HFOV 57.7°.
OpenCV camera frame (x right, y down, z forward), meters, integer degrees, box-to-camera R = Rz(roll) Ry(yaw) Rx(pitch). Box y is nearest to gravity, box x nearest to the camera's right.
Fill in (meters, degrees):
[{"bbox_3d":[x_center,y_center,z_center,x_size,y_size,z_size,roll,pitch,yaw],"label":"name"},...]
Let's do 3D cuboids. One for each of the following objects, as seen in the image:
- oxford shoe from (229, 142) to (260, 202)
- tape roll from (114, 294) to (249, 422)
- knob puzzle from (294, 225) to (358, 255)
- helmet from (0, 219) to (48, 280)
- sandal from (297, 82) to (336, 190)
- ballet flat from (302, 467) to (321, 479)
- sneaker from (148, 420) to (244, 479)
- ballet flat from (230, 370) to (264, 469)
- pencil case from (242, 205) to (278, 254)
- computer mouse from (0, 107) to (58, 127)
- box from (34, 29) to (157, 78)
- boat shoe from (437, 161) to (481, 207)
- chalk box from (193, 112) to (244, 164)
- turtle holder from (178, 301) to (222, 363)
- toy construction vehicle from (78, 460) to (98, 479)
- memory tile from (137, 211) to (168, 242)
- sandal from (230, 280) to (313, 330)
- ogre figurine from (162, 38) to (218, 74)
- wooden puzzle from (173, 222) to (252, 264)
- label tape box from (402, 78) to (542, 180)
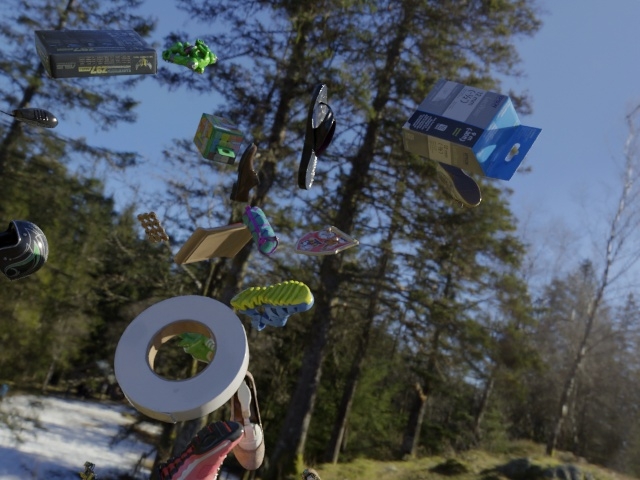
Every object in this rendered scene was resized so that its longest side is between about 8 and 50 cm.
[{"bbox_3d":[-0.263,-0.248,2.145,0.096,0.227,0.083,15,18,-7],"label":"oxford shoe"},{"bbox_3d":[-0.406,0.340,1.719,0.391,0.392,0.072,12,-38,10],"label":"tape roll"},{"bbox_3d":[0.000,0.000,1.935,0.213,0.030,0.213,-5,26,3],"label":"knob puzzle"},{"bbox_3d":[-0.919,0.026,1.775,0.169,0.161,0.169,41,-23,22],"label":"helmet"},{"bbox_3d":[0.000,-0.428,2.440,0.106,0.446,0.167,10,3,13],"label":"sandal"},{"bbox_3d":[0.003,0.891,2.030,0.206,0.073,0.067,45,-8,17],"label":"ballet flat"},{"bbox_3d":[-0.340,0.648,1.680,0.136,0.313,0.116,58,-10,-24],"label":"sneaker"},{"bbox_3d":[-0.239,0.566,1.844,0.107,0.316,0.106,-8,-16,-17],"label":"ballet flat"},{"bbox_3d":[-0.170,-0.030,1.639,0.070,0.064,0.152,51,4,-47],"label":"pencil case"},{"bbox_3d":[-0.789,-0.334,1.470,0.242,0.041,0.071,11,-4,-44],"label":"computer mouse"},{"bbox_3d":[-0.514,-0.430,1.330,0.232,0.059,0.183,-13,38,-30],"label":"box"},{"bbox_3d":[0.577,-0.229,2.431,0.104,0.285,0.089,-9,-41,-15],"label":"boat shoe"},{"bbox_3d":[-0.391,-0.386,2.258,0.132,0.132,0.213,10,27,-35],"label":"chalk box"},{"bbox_3d":[-0.402,0.376,2.301,0.227,0.243,0.320,43,-33,-21],"label":"turtle holder"},{"bbox_3d":[-0.654,0.656,1.592,0.085,0.098,0.035,-7,-46,50],"label":"toy construction vehicle"},{"bbox_3d":[-0.729,-0.056,2.521,0.113,0.012,0.148,-6,-61,31],"label":"memory tile"},{"bbox_3d":[-0.142,0.217,1.876,0.317,0.126,0.138,-10,-69,41],"label":"sandal"},{"bbox_3d":[-0.444,-0.641,2.013,0.118,0.097,0.197,35,22,14],"label":"ogre figurine"},{"bbox_3d":[-0.359,0.004,1.992,0.238,0.044,0.221,-5,-28,-44],"label":"wooden puzzle"},{"bbox_3d":[0.461,-0.341,1.765,0.347,0.249,0.115,23,-28,31],"label":"label tape box"}]
